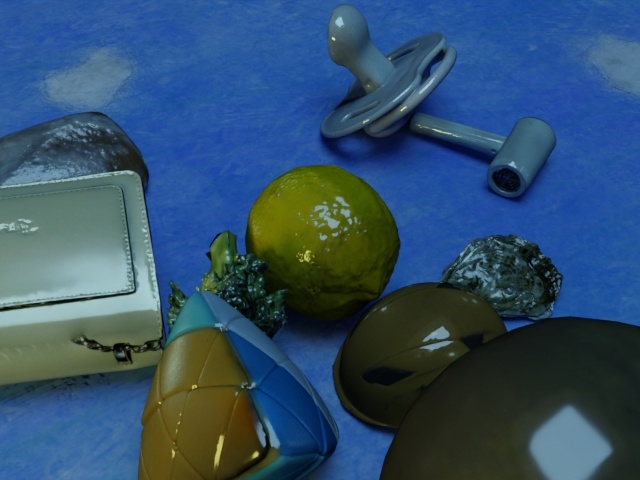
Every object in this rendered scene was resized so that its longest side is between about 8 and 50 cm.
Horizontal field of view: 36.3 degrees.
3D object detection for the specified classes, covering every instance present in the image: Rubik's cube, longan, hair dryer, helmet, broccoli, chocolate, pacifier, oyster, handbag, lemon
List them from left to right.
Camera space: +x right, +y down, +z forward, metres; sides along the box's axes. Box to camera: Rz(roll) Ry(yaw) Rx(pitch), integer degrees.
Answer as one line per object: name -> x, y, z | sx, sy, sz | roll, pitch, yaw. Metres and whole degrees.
handbag -> -0.376, 0.064, 1.181 | 0.359, 0.160, 0.236 | -7, 51, -12
chocolate -> -0.401, -0.097, 1.387 | 0.303, 0.100, 0.185 | -26, 56, -25
broccoli -> -0.114, 0.068, 1.183 | 0.155, 0.167, 0.160 | -19, 62, 9
Rubik's cube -> -0.086, 0.226, 1.064 | 0.255, 0.254, 0.254 | 3, 44, -3
lemon -> 0.000, 0.000, 1.258 | 0.192, 0.192, 0.231 | -21, 51, -25
pacifier -> 0.086, -0.285, 1.539 | 0.207, 0.227, 0.279 | 50, 45, -18
helmet -> 0.130, 0.128, 1.190 | 0.224, 0.130, 0.198 | -7, 43, -11
hair dryer -> 0.237, -0.157, 1.535 | 0.236, 0.073, 0.131 | 23, 48, 20
oyster -> 0.244, 0.052, 1.331 | 0.177, 0.064, 0.125 | 17, 59, -4
longan -> 0.236, 0.258, 0.926 | 0.404, 0.404, 0.336 | -32, 20, -32
